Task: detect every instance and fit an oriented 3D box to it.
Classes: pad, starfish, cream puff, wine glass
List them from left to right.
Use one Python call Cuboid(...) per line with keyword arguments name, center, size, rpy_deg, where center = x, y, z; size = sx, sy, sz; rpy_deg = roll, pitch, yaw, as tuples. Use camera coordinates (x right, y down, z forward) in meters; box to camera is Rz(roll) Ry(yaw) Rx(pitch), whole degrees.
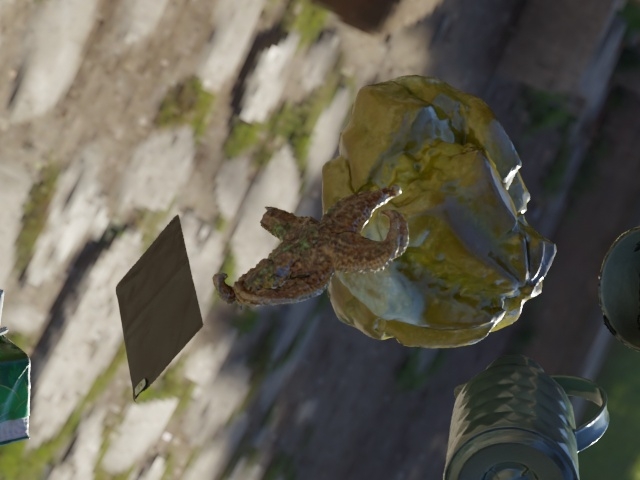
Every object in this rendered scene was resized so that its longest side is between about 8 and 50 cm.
Cuboid(name="pad", center=(-0.167, 0.066, 1.719), size=(0.116, 0.004, 0.193), rpy_deg=(-47, -148, 21))
Cuboid(name="starfish", center=(0.001, 0.007, 1.572), size=(0.210, 0.150, 0.053), rpy_deg=(-41, 142, -30))
Cuboid(name="cream puff", center=(0.169, -0.024, 2.198), size=(0.378, 0.275, 0.378), rpy_deg=(6, 90, -65))
Cuboid(name="wine glass", center=(0.303, 0.032, 1.201), size=(0.231, 0.103, 0.103), rpy_deg=(0, 119, -40))

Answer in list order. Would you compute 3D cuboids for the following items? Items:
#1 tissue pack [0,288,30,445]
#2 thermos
Cuboid(name="tissue pack", center=(-0.410, 0.128, 1.667), size=(0.209, 0.148, 0.156), rpy_deg=(-8, 114, -29))
Cuboid(name="thermos", center=(0.231, 0.212, 1.886), size=(0.286, 0.182, 0.145), rpy_deg=(-67, 149, -68))
